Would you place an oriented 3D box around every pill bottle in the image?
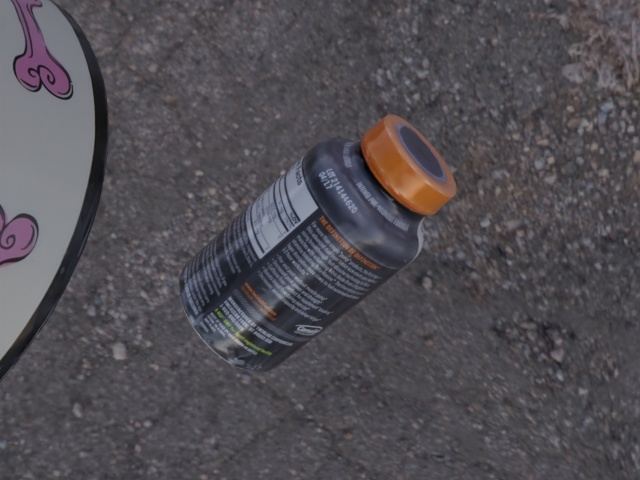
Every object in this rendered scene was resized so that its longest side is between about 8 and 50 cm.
[{"bbox_3d":[0.000,0.000,0.731,0.246,0.130,0.130,-40,62,25],"label":"pill bottle"}]

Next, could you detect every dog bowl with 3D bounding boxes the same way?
[{"bbox_3d":[-0.360,-0.052,0.584,0.408,0.150,0.408,-9,66,21],"label":"dog bowl"}]
